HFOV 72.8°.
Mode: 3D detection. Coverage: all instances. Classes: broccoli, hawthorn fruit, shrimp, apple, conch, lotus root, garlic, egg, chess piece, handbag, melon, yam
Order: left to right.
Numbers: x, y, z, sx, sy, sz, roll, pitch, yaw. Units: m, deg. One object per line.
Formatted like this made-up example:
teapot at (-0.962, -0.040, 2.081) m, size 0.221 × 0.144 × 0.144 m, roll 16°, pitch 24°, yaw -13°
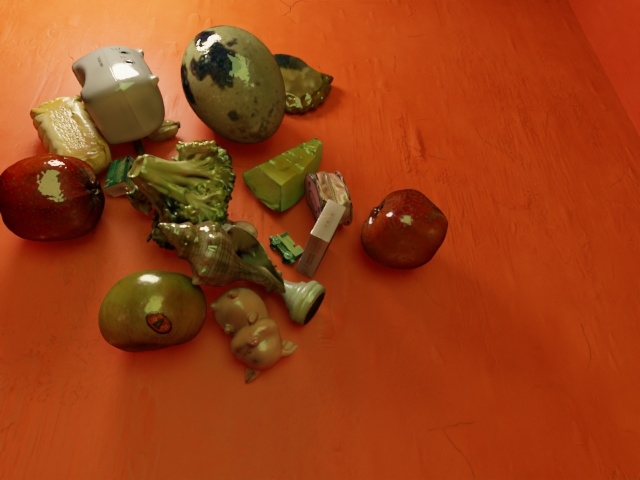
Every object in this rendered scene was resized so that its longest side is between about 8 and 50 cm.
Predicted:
hawthorn fruit at (-0.781, -0.116, 1.214) m, size 0.300 × 0.254 × 0.254 m, roll -6°, pitch 62°, yaw -6°
yam at (-0.630, -0.331, 1.499) m, size 0.032 × 0.032 × 0.145 m, roll -18°, pitch 67°, yaw -24°
apple at (-0.432, 0.185, 1.130) m, size 0.260 × 0.261 × 0.194 m, roll 1°, pitch 68°, yaw -16°
lotus root at (-0.566, -0.386, 1.531) m, size 0.150 × 0.062 × 0.073 m, roll -23°, pitch 91°, yaw -24°
broccoli at (-0.407, -0.141, 1.254) m, size 0.280 × 0.348 × 0.293 m, roll 27°, pitch 19°, yaw -46°
shrimp at (-0.404, -0.285, 1.535) m, size 0.166 × 0.049 × 0.161 m, roll 25°, pitch 55°, yaw -10°
conch at (-0.261, 0.044, 1.174) m, size 0.386 × 0.169 × 0.203 m, roll 39°, pitch 52°, yaw -44°
garlic at (-0.288, -0.020, 1.387) m, size 0.174 × 0.099 × 0.124 m, roll 5°, pitch 43°, yaw -17°
egg at (-0.300, -0.538, 1.533) m, size 0.344 × 0.345 × 0.428 m, roll -26°, pitch 86°, yaw -27°
chess piece at (-0.129, 0.137, 1.331) m, size 0.271 × 0.139 × 0.139 m, roll 29°, pitch 56°, yaw 16°
melon at (-0.105, -0.249, 1.552) m, size 0.196 × 0.124 × 0.323 m, roll 44°, pitch 52°, yaw 5°
handbag at (0.027, -0.141, 1.495) m, size 0.116 × 0.179 × 0.205 m, roll -14°, pitch 74°, yaw -14°
hawthorn fruit at (0.292, -0.033, 1.462) m, size 0.299 × 0.275 × 0.276 m, roll 16°, pitch 57°, yaw -18°

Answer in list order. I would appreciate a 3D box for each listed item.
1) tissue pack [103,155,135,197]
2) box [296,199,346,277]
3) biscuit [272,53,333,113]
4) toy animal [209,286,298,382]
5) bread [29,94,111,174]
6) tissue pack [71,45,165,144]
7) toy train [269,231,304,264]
tissue pack at (-0.631, -0.199, 1.399) m, size 0.085 × 0.079 × 0.111 m, roll -15°, pitch 58°, yaw 16°
box at (0.000, 0.000, 1.367) m, size 0.067 × 0.233 × 0.150 m, roll 28°, pitch 56°, yaw 4°
biscuit at (-0.102, -0.675, 1.828) m, size 0.334 × 0.078 × 0.329 m, roll -21°, pitch 72°, yaw -23°
toy animal at (-0.201, 0.249, 1.215) m, size 0.166 × 0.154 × 0.250 m, roll -33°, pitch 83°, yaw 10°
bread at (-0.793, -0.322, 1.392) m, size 0.172 × 0.121 × 0.311 m, roll -27°, pitch 71°, yaw -23°
tissue pack at (-0.650, -0.490, 1.436) m, size 0.235 × 0.230 × 0.333 m, roll -26°, pitch 53°, yaw -13°
toy train at (-0.114, 0.024, 1.431) m, size 0.081 × 0.050 × 0.122 m, roll -31°, pitch 72°, yaw -33°
